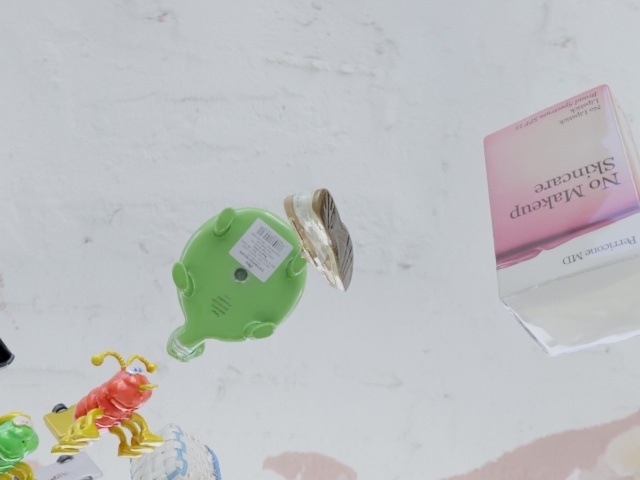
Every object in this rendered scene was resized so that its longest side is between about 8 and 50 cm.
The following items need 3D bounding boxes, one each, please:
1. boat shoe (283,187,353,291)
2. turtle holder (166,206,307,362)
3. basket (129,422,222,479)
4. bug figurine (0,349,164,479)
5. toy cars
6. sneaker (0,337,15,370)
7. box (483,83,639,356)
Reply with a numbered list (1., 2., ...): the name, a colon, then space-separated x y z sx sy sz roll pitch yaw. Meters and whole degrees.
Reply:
1. boat shoe: 0.000 0.000 0.691 0.045 0.050 0.135 2 -44 22
2. turtle holder: -0.156 0.095 1.342 0.243 0.227 0.321 10 -92 -4
3. basket: -0.317 0.593 1.629 0.201 0.255 0.289 -37 -66 1
4. bug figurine: -0.271 0.138 0.539 0.216 0.072 0.279 -34 -35 23
5. toy cars: -0.551 0.475 1.527 0.176 0.394 0.087 16 -65 -5
6. sneaker: -0.723 0.183 1.406 0.090 0.081 0.232 -16 -52 33
7. box: 0.268 -0.022 0.722 0.148 0.232 0.127 -23 -48 30
